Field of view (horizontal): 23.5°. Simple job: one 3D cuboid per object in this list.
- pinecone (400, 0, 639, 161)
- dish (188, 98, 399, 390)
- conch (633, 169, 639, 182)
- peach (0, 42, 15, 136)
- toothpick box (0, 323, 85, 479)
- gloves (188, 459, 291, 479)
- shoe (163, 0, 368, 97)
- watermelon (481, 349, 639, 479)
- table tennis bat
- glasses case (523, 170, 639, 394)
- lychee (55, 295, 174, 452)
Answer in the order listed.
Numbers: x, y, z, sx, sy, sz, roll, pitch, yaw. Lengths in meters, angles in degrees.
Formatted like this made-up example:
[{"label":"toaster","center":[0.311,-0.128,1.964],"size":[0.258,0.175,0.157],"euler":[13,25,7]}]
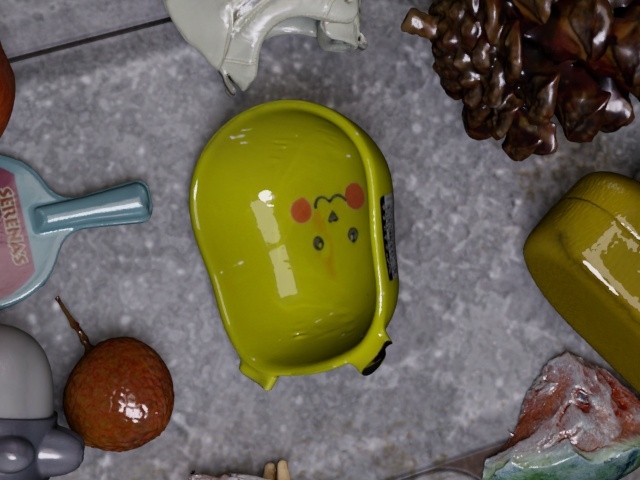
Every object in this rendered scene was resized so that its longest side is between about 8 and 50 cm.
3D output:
[{"label":"pinecone","center":[0.229,-0.198,1.472],"size":[0.309,0.244,0.244],"euler":[-8,82,-23]},{"label":"dish","center":[0.000,0.000,1.435],"size":[0.108,0.221,0.262],"euler":[-6,83,-51]},{"label":"conch","center":[0.381,-0.045,1.540],"size":[0.094,0.104,0.176],"euler":[-35,92,14]},{"label":"peach","center":[-0.404,-0.121,1.344],"size":[0.256,0.232,0.232],"euler":[-36,88,-31]},{"label":"toothpick box","center":[-0.358,0.161,1.300],"size":[0.316,0.229,0.229],"euler":[7,79,-9]},{"label":"gloves","center":[-0.067,0.275,1.407],"size":[0.110,0.094,0.144],"euler":[1,88,1]},{"label":"shoe","center":[-0.003,-0.281,1.498],"size":[0.342,0.132,0.210],"euler":[-32,91,-10]},{"label":"watermelon","center":[0.243,0.176,1.492],"size":[0.187,0.071,0.139],"euler":[-10,78,-11]},{"label":"table tennis bat","center":[-0.279,-0.015,1.447],"size":[0.244,0.040,0.153],"euler":[-11,82,-7]},{"label":"glasses case","center":[0.360,0.087,1.470],"size":[0.371,0.173,0.141],"euler":[45,77,-3]},{"label":"lychee","center":[-0.186,0.132,1.409],"size":[0.101,0.140,0.114],"euler":[-2,119,-15]}]
